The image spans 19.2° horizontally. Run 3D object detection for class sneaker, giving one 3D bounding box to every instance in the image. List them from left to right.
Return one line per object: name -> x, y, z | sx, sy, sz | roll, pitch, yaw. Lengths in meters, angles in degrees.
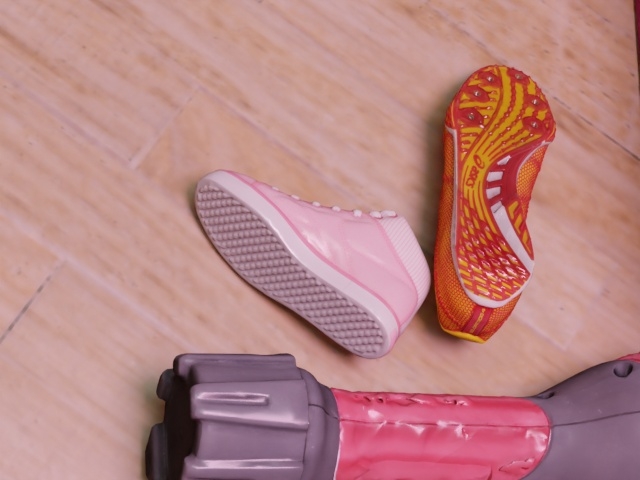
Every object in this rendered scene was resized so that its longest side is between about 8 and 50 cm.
sneaker -> 0.000, 0.000, 1.003 | 0.134, 0.051, 0.070 | 38, 50, 9
sneaker -> 0.086, -0.025, 1.028 | 0.064, 0.067, 0.175 | 19, 53, -6

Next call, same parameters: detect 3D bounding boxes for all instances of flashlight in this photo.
flashlight -> 0.074, 0.098, 0.955 | 0.304, 0.103, 0.103 | 5, 106, -19

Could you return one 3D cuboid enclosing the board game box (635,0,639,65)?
board game box -> 0.252, -0.106, 1.008 | 0.097, 0.224, 0.303 | 4, 72, -12
